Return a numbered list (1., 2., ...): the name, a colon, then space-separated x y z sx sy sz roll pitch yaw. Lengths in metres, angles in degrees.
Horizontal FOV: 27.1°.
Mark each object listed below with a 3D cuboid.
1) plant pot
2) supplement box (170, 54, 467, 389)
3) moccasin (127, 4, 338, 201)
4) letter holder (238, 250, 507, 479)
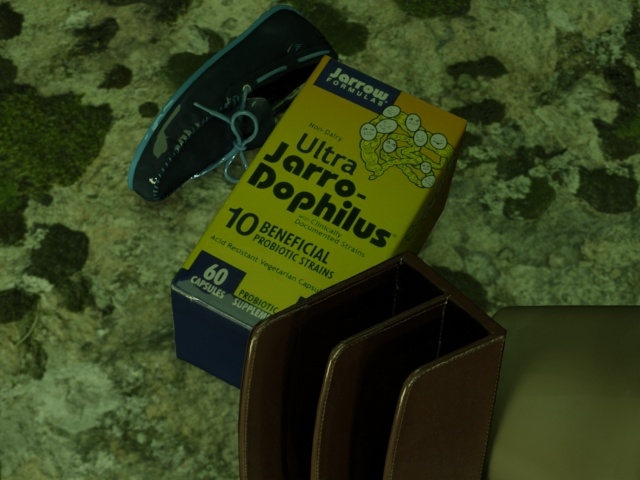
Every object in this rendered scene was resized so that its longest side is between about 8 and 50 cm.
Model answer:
1. plant pot: 0.304 0.194 1.419 0.280 0.323 0.323 15 61 22
2. supplement box: 0.000 0.000 1.542 0.194 0.195 0.356 26 63 10
3. moccasin: -0.100 -0.168 1.661 0.117 0.137 0.342 36 66 10
4. letter holder: 0.042 0.199 1.338 0.214 0.301 0.152 -22 44 -29
